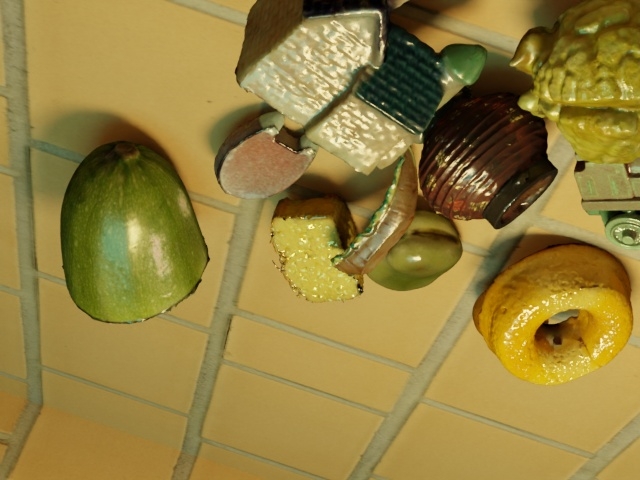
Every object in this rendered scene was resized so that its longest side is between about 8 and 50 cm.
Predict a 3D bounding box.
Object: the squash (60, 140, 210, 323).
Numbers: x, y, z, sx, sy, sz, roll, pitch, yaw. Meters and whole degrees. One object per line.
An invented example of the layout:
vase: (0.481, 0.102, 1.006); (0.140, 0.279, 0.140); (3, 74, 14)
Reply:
squash: (-0.395, -0.041, 2.257); (0.310, 0.310, 0.308); (9, 144, 14)

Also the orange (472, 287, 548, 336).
orange: (0.386, 0.150, 2.321); (0.155, 0.134, 0.154); (26, 169, 5)

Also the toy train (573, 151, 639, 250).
toy train: (0.561, -0.100, 1.848); (0.304, 0.150, 0.221); (0, 137, 29)

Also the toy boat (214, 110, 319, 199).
toy boat: (-0.107, -0.164, 2.149); (0.155, 0.085, 0.227); (26, 136, -28)

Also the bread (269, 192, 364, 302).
bread: (-0.004, -0.003, 2.265); (0.160, 0.147, 0.260); (-7, 133, 21)

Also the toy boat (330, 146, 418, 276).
toy boat: (0.116, -0.046, 2.087); (0.099, 0.108, 0.293); (40, 119, 19)

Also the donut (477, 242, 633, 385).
donut: (0.457, 0.153, 2.179); (0.303, 0.110, 0.302); (-4, 123, -6)

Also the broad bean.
broad bean: (0.181, 0.025, 2.241); (0.189, 0.121, 0.263); (-2, 164, -13)

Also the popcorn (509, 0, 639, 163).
popcorn: (0.414, -0.232, 1.652); (0.270, 0.224, 0.258); (25, 154, -22)

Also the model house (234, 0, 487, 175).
model house: (0.075, -0.293, 1.722); (0.298, 0.243, 0.284); (30, 137, -25)

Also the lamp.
lamp: (0.259, -0.140, 1.864); (0.247, 0.247, 0.247); (13, 147, 8)
